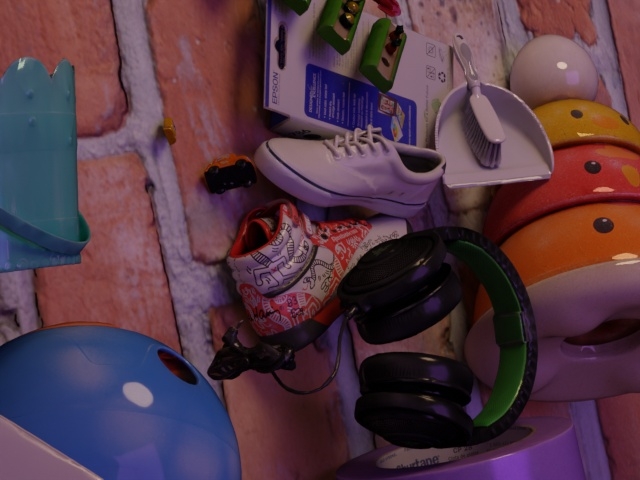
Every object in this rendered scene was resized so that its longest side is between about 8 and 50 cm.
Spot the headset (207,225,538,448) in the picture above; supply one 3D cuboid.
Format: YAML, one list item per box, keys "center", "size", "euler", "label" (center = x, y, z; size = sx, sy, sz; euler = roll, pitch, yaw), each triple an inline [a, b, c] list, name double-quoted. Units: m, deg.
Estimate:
- center: [0.073, 0.115, 1.979]
  size: [0.394, 0.185, 0.243]
  euler: [-4, 83, -45]
  label: "headset"

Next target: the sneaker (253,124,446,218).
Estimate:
- center: [0.037, -0.093, 2.072]
  size: [0.258, 0.091, 0.094]
  euler: [7, 36, -44]
  label: "sneaker"

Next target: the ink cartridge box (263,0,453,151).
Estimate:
- center: [0.032, -0.191, 2.150]
  size: [0.333, 0.065, 0.165]
  euler: [16, 71, -45]
  label: "ink cartridge box"

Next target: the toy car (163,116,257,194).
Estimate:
- center: [-0.120, -0.103, 1.983]
  size: [0.122, 0.060, 0.040]
  euler: [52, 18, -35]
  label: "toy car"

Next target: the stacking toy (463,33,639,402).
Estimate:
- center: [0.320, -0.061, 2.310]
  size: [0.351, 0.351, 0.479]
  euler: [19, 51, -43]
  label: "stacking toy"

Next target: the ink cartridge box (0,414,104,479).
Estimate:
- center: [-0.405, 0.222, 1.380]
  size: [0.395, 0.166, 0.285]
  euler: [31, 60, 5]
  label: "ink cartridge box"

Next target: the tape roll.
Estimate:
- center: [0.159, 0.274, 2.035]
  size: [0.275, 0.275, 0.090]
  euler: [-16, 94, -47]
  label: "tape roll"

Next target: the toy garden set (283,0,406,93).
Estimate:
- center: [0.020, -0.315, 2.099]
  size: [0.244, 0.049, 0.203]
  euler: [41, 35, -18]
  label: "toy garden set"

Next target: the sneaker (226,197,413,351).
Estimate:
- center: [0.001, 0.000, 2.059]
  size: [0.270, 0.090, 0.145]
  euler: [-43, 115, -39]
  label: "sneaker"

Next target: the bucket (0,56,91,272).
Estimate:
- center: [-0.338, -0.054, 1.601]
  size: [0.281, 0.281, 0.183]
  euler: [-8, 92, -47]
  label: "bucket"

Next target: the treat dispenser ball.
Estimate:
- center: [-0.216, 0.218, 1.646]
  size: [0.288, 0.288, 0.288]
  euler: [11, 74, -44]
  label: "treat dispenser ball"

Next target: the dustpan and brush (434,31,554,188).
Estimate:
- center: [0.193, -0.165, 2.213]
  size: [0.147, 0.060, 0.211]
  euler: [-6, 50, -15]
  label: "dustpan and brush"
